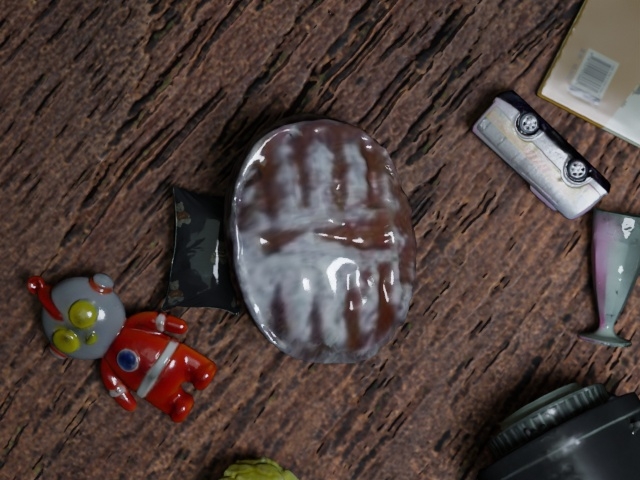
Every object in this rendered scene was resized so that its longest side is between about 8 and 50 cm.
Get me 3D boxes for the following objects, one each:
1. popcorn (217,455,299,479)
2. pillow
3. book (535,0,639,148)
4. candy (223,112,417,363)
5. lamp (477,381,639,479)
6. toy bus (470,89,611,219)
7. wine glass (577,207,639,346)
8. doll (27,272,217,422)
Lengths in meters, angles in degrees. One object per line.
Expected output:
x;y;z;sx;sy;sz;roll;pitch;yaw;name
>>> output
-0.071;0.321;1.387;0.162;0.141;0.136;-6;98;41;popcorn
-0.134;0.012;1.410;0.090;0.048;0.150;6;92;4;pillow
0.429;-0.196;1.396;0.295;0.020;0.208;27;94;-1;book
0.000;0.000;1.352;0.214;0.157;0.290;-10;95;-8;candy
0.312;0.290;1.310;0.374;0.205;0.272;-15;84;35;lamp
0.255;-0.097;1.390;0.172;0.057;0.072;43;100;-1;toy bus
0.342;0.043;1.388;0.073;0.073;0.155;8;93;1;wine glass
-0.242;0.115;1.407;0.245;0.076;0.142;35;108;-6;doll
